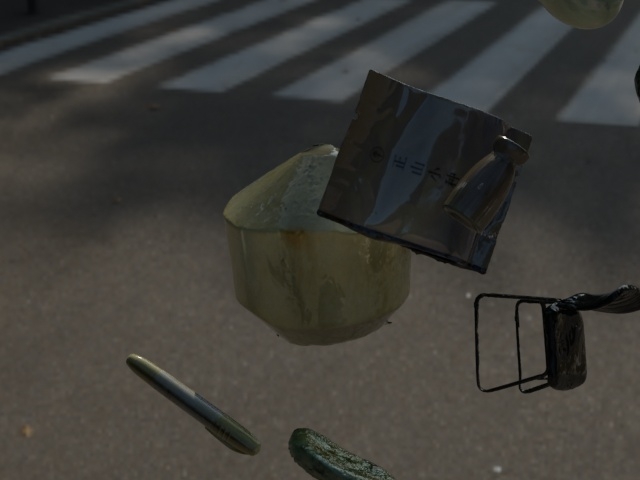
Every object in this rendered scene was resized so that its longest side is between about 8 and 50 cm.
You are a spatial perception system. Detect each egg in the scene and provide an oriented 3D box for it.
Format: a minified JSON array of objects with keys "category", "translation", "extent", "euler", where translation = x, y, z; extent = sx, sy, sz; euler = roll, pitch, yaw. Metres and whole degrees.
[{"category":"egg","translation":[0.435,-0.446,2.003],"extent":[0.151,0.151,0.209],"euler":[-7,53,-22]}]

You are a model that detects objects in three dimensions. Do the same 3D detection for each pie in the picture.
[{"category":"pie","translation":[0.037,0.314,1.604],"extent":[0.187,0.041,0.187],"euler":[29,2,-1]}]

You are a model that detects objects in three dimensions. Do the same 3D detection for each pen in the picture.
[{"category":"pen","translation":[-0.180,0.232,1.660],"extent":[0.233,0.040,0.032],"euler":[33,38,15]}]

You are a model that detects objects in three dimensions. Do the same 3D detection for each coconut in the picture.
[{"category":"coconut","translation":[0.000,0.000,1.854],"extent":[0.323,0.323,0.323],"euler":[0,19,0]}]

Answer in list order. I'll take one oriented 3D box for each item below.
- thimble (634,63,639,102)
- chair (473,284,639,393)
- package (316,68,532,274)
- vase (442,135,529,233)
[{"category":"thimble","translation":[0.402,-0.158,1.230],"extent":[0.135,0.118,0.090],"euler":[-7,47,-5]},{"category":"chair","translation":[0.350,0.142,1.694],"extent":[0.221,0.145,0.140],"euler":[-8,-11,35]},{"category":"package","translation":[0.135,-0.085,1.531],"extent":[0.251,0.204,0.062],"euler":[20,-2,-18]},{"category":"vase","translation":[0.181,-0.062,1.284],"extent":[0.053,0.101,0.053],"euler":[35,-4,3]}]
